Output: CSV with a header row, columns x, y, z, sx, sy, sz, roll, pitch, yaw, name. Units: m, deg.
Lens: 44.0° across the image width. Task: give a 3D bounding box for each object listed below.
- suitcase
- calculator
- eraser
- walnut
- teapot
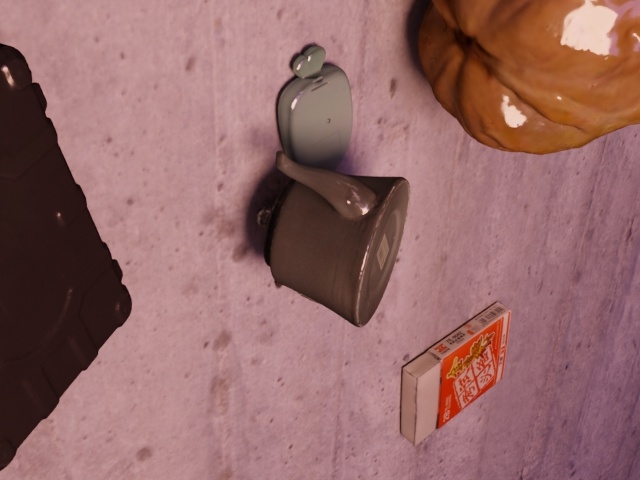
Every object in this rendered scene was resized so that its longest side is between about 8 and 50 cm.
x,y,z,sx,sy,sz,roll,pitch,yaw,name
-0.256,0.017,0.597,0.206,0.066,0.285,-56,147,-40,suitcase
-0.004,-0.133,0.844,0.095,0.021,0.153,-33,138,-28,calculator
0.222,0.216,1.290,0.230,0.038,0.157,-28,132,-31,eraser
0.282,-0.248,0.855,0.344,0.306,0.306,-29,133,-27,walnut
0.000,0.000,0.846,0.239,0.149,0.162,85,25,-55,teapot
